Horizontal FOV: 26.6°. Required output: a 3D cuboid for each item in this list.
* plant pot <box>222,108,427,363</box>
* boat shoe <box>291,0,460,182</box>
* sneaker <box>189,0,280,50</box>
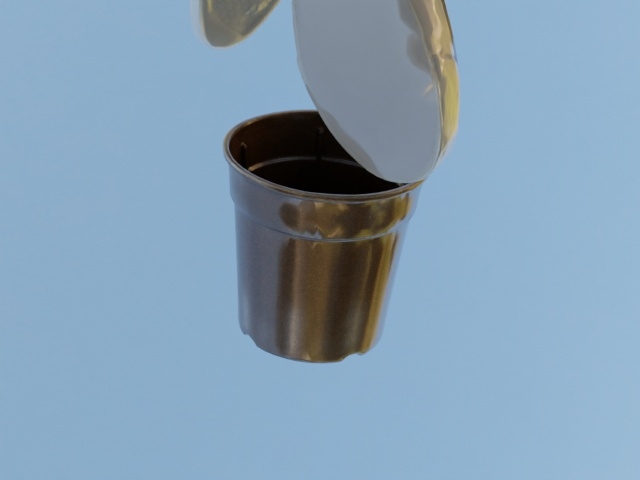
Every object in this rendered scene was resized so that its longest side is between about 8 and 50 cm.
[{"bbox_3d":[0.000,0.000,1.108,0.167,0.167,0.165,-12,-58,-28],"label":"plant pot"},{"bbox_3d":[0.052,-0.218,0.941,0.158,0.127,0.341,-46,-48,-38],"label":"boat shoe"},{"bbox_3d":[-0.085,-0.312,1.109,0.104,0.147,0.296,-5,-68,-45],"label":"sneaker"}]
